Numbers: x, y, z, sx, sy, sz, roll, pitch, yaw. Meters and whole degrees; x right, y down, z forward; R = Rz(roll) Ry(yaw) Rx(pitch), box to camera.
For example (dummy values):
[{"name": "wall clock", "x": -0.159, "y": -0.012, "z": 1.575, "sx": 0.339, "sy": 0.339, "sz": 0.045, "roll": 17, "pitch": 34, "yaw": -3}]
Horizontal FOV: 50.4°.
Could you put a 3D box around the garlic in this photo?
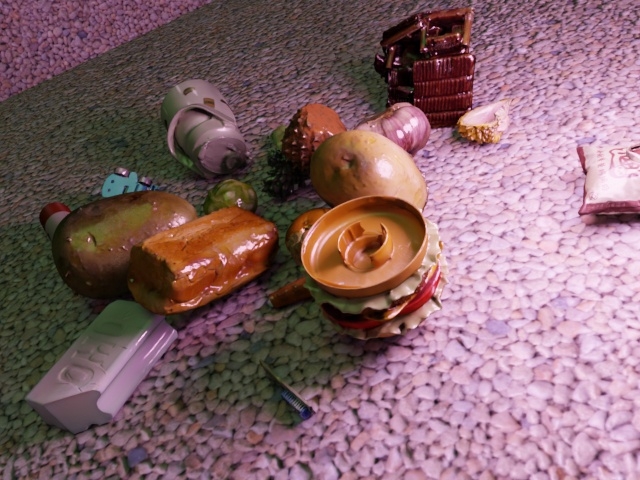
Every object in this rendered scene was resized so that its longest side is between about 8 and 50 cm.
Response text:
[{"name": "garlic", "x": 0.176, "y": -0.250, "z": 1.728, "sx": 0.245, "sy": 0.160, "sz": 0.245, "roll": -28, "pitch": 8, "yaw": 4}]

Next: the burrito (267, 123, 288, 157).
[{"name": "burrito", "x": -0.103, "y": -0.254, "z": 1.957, "sx": 0.104, "sy": 0.054, "sz": 0.288, "roll": -25, "pitch": 38, "yaw": 0}]

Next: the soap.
[{"name": "soap", "x": -0.460, "y": 0.263, "z": 1.445, "sx": 0.173, "sy": 0.095, "sz": 0.289, "roll": 6, "pitch": 45, "yaw": 33}]

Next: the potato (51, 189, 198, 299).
[{"name": "potato", "x": -0.484, "y": -0.006, "z": 1.702, "sx": 0.359, "sy": 0.219, "sz": 0.269, "roll": -26, "pitch": 45, "yaw": -17}]

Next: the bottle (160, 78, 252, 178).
[{"name": "bottle", "x": -0.349, "y": -0.321, "z": 2.039, "sx": 0.229, "sy": 0.229, "sz": 0.351, "roll": -27, "pitch": 44, "yaw": -7}]

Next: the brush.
[{"name": "brush", "x": -0.070, "y": 0.281, "z": 1.281, "sx": 0.030, "sy": 0.033, "sz": 0.178, "roll": -48, "pitch": 42, "yaw": -10}]

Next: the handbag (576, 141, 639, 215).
[{"name": "handbag", "x": 0.637, "y": -0.130, "z": 1.363, "sx": 0.235, "sy": 0.127, "sz": 0.213, "roll": -3, "pitch": 38, "yaw": 20}]

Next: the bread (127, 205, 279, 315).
[{"name": "bread", "x": -0.252, "y": 0.048, "z": 1.512, "sx": 0.195, "sy": 0.148, "sz": 0.344, "roll": 28, "pitch": 35, "yaw": 30}]

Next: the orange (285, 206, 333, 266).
[{"name": "orange", "x": 0.000, "y": 0.000, "z": 1.514, "sx": 0.157, "sy": 0.134, "sz": 0.156, "roll": -31, "pitch": 37, "yaw": 27}]

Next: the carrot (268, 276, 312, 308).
[{"name": "carrot", "x": -0.033, "y": 0.104, "z": 1.472, "sx": 0.162, "sy": 0.055, "sz": 0.055, "roll": -23, "pitch": 36, "yaw": 10}]

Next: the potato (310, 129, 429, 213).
[{"name": "potato", "x": 0.095, "y": -0.148, "z": 1.522, "sx": 0.242, "sy": 0.242, "sz": 0.285, "roll": -38, "pitch": 66, "yaw": -21}]

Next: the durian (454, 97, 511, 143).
[{"name": "durian", "x": 0.434, "y": -0.300, "z": 1.728, "sx": 0.140, "sy": 0.078, "sz": 0.224, "roll": -1, "pitch": 29, "yaw": 45}]

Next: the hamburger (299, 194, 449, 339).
[{"name": "hamburger", "x": 0.111, "y": 0.064, "z": 1.308, "sx": 0.275, "sy": 0.212, "sz": 0.274, "roll": -13, "pitch": 46, "yaw": 14}]

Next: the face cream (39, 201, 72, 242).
[{"name": "face cream", "x": -0.737, "y": -0.031, "z": 1.955, "sx": 0.096, "sy": 0.095, "sz": 0.214, "roll": -34, "pitch": 38, "yaw": -16}]

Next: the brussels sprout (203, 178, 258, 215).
[{"name": "brussels sprout", "x": -0.235, "y": -0.099, "z": 1.770, "sx": 0.155, "sy": 0.117, "sz": 0.155, "roll": -12, "pitch": 48, "yaw": 13}]

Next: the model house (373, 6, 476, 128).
[{"name": "model house", "x": 0.278, "y": -0.443, "z": 1.849, "sx": 0.317, "sy": 0.297, "sz": 0.282, "roll": 2, "pitch": 86, "yaw": 22}]

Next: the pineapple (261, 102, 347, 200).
[{"name": "pineapple", "x": -0.050, "y": -0.210, "z": 1.747, "sx": 0.278, "sy": 0.158, "sz": 0.157, "roll": -54, "pitch": 23, "yaw": 32}]

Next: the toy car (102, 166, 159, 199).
[{"name": "toy car", "x": -0.560, "y": -0.136, "z": 2.022, "sx": 0.162, "sy": 0.098, "sz": 0.126, "roll": 14, "pitch": 72, "yaw": 1}]
